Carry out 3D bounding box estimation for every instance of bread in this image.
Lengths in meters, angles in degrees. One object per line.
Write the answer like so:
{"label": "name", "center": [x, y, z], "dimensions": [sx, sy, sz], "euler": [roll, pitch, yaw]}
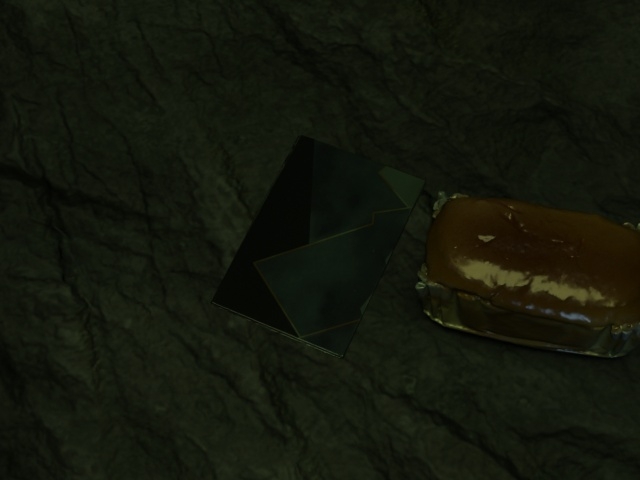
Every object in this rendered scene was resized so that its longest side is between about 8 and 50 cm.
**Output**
{"label": "bread", "center": [0.227, 0.033, 1.128], "dimensions": [0.241, 0.107, 0.136], "euler": [12, 61, 7]}

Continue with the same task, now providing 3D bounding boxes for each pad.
{"label": "pad", "center": [0.000, 0.000, 1.209], "dimensions": [0.164, 0.004, 0.243], "euler": [21, 65, 12]}
